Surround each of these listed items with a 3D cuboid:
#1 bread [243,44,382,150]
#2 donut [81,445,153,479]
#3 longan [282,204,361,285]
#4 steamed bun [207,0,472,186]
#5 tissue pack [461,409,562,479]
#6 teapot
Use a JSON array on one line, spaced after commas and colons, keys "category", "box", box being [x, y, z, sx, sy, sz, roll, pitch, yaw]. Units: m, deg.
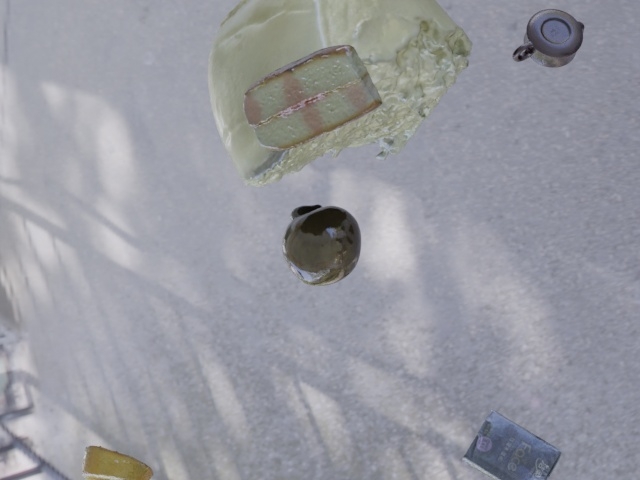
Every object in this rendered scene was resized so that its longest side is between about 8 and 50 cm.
[{"category": "bread", "box": [-0.012, -0.076, 0.548, 0.043, 0.062, 0.109, 64, 170, -11]}, {"category": "donut", "box": [-0.303, 0.337, 1.452, 0.108, 0.097, 0.043, 8, 61, 15]}, {"category": "longan", "box": [0.000, 0.000, 1.276, 0.106, 0.106, 0.119, -54, 50, 34]}, {"category": "steamed bun", "box": [-0.006, -0.202, 1.193, 0.290, 0.272, 0.273, -36, 91, 38]}, {"category": "tissue pack", "box": [0.364, 0.409, 1.879, 0.156, 0.112, 0.051, 30, 163, 15]}, {"category": "teapot", "box": [0.272, -0.236, 1.177, 0.067, 0.100, 0.045, 62, 170, 19]}]
